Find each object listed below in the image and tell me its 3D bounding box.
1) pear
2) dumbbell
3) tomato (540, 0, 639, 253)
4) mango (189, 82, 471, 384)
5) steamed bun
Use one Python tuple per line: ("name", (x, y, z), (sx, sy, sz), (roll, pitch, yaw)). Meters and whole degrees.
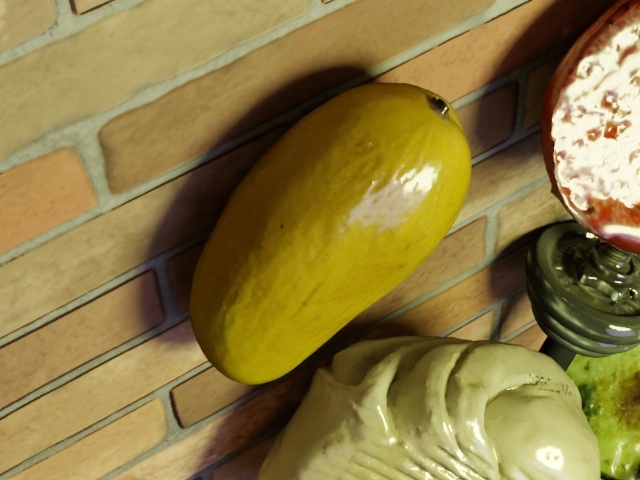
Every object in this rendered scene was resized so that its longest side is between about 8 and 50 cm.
("pear", (0.416, 0.200, 1.878), (0.255, 0.164, 0.238), (11, 94, -67))
("dumbbell", (0.270, 0.147, 1.640), (0.179, 0.179, 0.406), (-13, 141, -35))
("tomato", (0.334, -0.126, 1.368), (0.309, 0.170, 0.309), (-4, 108, -13))
("mango", (-0.003, -0.004, 1.206), (0.331, 0.142, 0.195), (-46, 143, 17))
("steamed bun", (0.124, 0.234, 1.518), (0.339, 0.247, 0.352), (28, 122, -11))
